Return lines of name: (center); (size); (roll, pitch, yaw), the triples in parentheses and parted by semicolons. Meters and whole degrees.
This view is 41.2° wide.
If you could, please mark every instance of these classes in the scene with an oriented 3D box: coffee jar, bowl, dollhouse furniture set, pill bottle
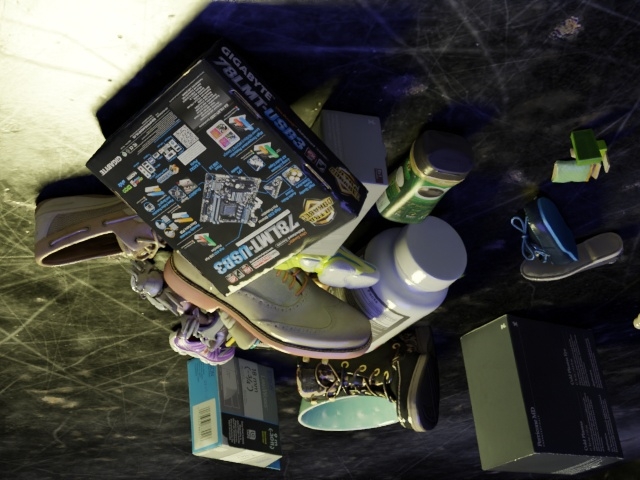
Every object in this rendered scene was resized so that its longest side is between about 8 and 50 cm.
coffee jar: (0.166, -0.101, 1.366); (0.096, 0.079, 0.184); (8, 151, -20)
bowl: (0.092, 0.362, 2.158); (0.312, 0.163, 0.311); (-4, 153, -2)
dollhouse furniture set: (0.433, -0.119, 1.410); (0.076, 0.058, 0.151); (-8, 153, 4)
pill bottle: (0.130, 0.083, 1.610); (0.176, 0.176, 0.318); (10, 149, -28)

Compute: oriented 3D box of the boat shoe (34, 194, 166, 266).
boat shoe: (-0.298, -0.018, 1.398); (0.341, 0.110, 0.121); (-8, 153, 4)

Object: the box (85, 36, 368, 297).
box: (-0.136, -0.087, 1.196); (0.293, 0.073, 0.296); (44, 130, -18)

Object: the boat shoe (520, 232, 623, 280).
boat shoe: (0.512, 0.045, 1.730); (0.206, 0.075, 0.065); (-19, 148, 14)

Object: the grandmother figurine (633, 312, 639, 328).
grandmother figurine: (0.797, 0.130, 1.933); (0.208, 0.104, 0.342); (-39, 150, -11)

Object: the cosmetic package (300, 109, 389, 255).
cosmetic package: (0.012, -0.083, 1.321); (0.107, 0.127, 0.238); (4, 150, -18)

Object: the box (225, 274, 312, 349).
box: (-0.012, 0.166, 1.853); (0.322, 0.079, 0.257); (9, 148, -27)

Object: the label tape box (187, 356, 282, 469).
label tape box: (-0.181, 0.437, 2.165); (0.106, 0.240, 0.334); (-25, 148, 29)

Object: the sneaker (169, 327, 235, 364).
sneaker: (-0.262, 0.238, 1.953); (0.170, 0.068, 0.071); (19, 138, -38)

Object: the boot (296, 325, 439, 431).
boot: (0.094, 0.283, 1.733); (0.284, 0.138, 0.377); (-7, -164, 11)

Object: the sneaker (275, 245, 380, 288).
sneaker: (0.000, 0.000, 1.462); (0.240, 0.126, 0.091); (18, 153, -25)

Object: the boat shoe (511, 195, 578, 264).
boat shoe: (0.416, 0.002, 1.594); (0.089, 0.109, 0.258); (-15, 150, 23)

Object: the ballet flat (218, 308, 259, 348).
ballet flat: (-0.159, 0.130, 1.630); (0.086, 0.248, 0.086); (-2, 108, -7)

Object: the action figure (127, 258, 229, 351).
action figure: (-0.270, 0.121, 1.624); (0.099, 0.185, 0.285); (-44, 149, 5)

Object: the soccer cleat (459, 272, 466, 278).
soccer cleat: (0.246, 0.038, 1.678); (0.072, 0.060, 0.179); (-9, 156, 9)

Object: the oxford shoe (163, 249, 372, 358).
oxford shoe: (-0.080, 0.085, 1.500); (0.397, 0.140, 0.146); (22, 128, -4)

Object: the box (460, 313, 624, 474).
box: (0.540, 0.385, 2.101); (0.313, 0.343, 0.179); (13, 148, -32)

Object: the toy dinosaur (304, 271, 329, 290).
toy dinosaur: (0.003, 0.069, 1.619); (0.064, 0.112, 0.211); (3, 145, -47)
